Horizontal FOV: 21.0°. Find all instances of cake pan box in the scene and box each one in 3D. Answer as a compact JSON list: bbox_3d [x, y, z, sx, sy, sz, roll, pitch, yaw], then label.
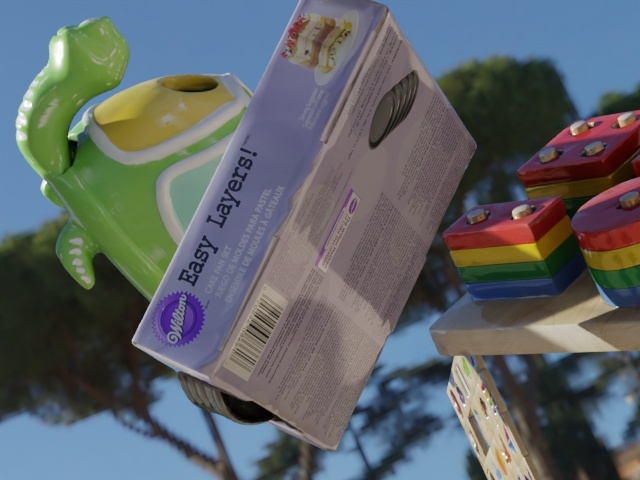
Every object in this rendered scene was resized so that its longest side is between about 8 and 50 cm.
[{"bbox_3d":[0.000,0.000,1.143,0.267,0.070,0.246,-65,-26,-7],"label":"cake pan box"}]

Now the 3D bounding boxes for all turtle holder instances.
[{"bbox_3d":[-0.149,-0.065,1.675,0.227,0.320,0.243,-40,3,6],"label":"turtle holder"}]

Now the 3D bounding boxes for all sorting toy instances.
[{"bbox_3d":[0.234,-0.022,1.286,0.255,0.089,0.257,-6,25,49],"label":"sorting toy"}]

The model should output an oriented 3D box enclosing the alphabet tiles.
[{"bbox_3d":[0.166,0.206,1.478,0.009,0.237,0.198,-22,-19,-8],"label":"alphabet tiles"}]
